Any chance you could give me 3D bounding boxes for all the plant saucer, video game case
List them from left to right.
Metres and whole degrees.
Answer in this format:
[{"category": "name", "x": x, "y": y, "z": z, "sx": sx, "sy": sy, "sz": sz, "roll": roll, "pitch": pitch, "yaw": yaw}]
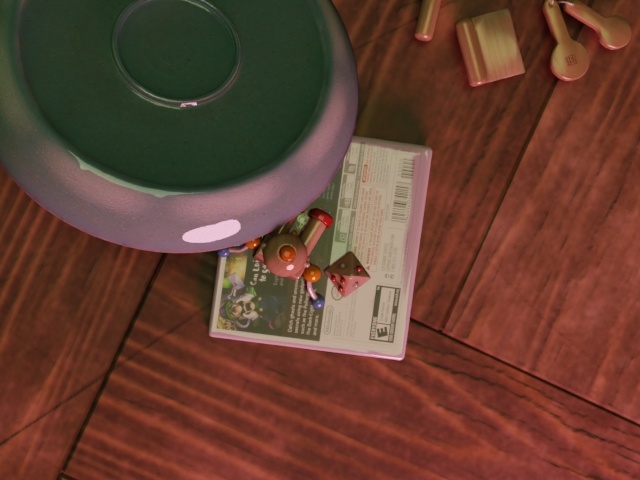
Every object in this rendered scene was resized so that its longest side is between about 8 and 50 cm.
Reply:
[{"category": "plant saucer", "x": -0.116, "y": -0.147, "z": 0.802, "sx": 0.318, "sy": 0.043, "sz": 0.317, "roll": 5, "pitch": 69, "yaw": -14}, {"category": "video game case", "x": 0.000, "y": 0.000, "z": 0.878, "sx": 0.173, "sy": 0.022, "sz": 0.190, "roll": 8, "pitch": 90, "yaw": -5}]

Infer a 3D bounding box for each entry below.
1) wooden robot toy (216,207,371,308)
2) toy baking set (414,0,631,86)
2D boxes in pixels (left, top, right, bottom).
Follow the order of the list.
[{"category": "wooden robot toy", "x": -0.033, "y": -0.002, "z": 0.824, "sx": 0.173, "sy": 0.079, "sz": 0.076, "roll": 29, "pitch": 88, "yaw": -5}, {"category": "toy baking set", "x": 0.189, "y": -0.256, "z": 0.894, "sx": 0.197, "sy": 0.030, "sz": 0.256, "roll": 9, "pitch": 89, "yaw": -8}]
